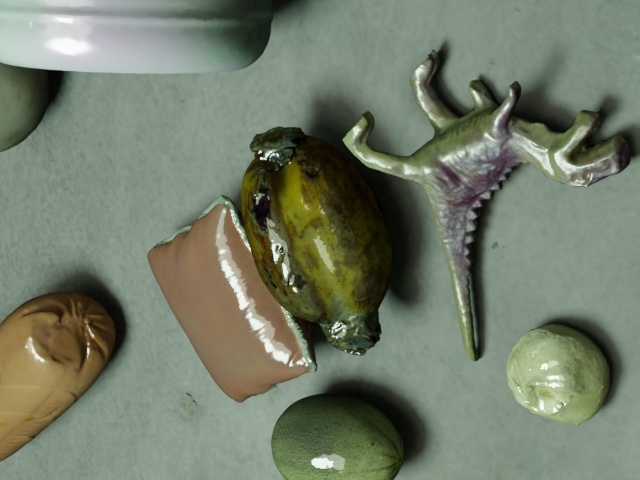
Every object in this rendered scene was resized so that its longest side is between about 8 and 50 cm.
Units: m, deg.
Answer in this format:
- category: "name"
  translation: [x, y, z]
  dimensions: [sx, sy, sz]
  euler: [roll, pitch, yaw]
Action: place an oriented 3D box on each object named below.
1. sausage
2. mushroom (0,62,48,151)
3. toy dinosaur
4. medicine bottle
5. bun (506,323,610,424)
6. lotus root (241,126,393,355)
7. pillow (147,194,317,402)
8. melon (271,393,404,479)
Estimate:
- category: "sausage"
  translation: [-0.335, 0.156, 1.423]
  dimensions: [0.304, 0.121, 0.121]
  euler: [-40, 81, 42]
- category: "mushroom"
  translation: [-0.341, -0.151, 1.311]
  dimensions: [0.117, 0.141, 0.188]
  euler: [45, 154, -27]
- category: "toy dinosaur"
  translation: [0.114, -0.037, 1.022]
  dimensions: [0.200, 0.072, 0.251]
  euler: [41, 119, 6]
- category: "medicine bottle"
  translation: [-0.155, -0.291, 1.017]
  dimensions: [0.241, 0.241, 0.302]
  euler: [10, 104, 36]
- category: "bun"
  translation: [0.186, 0.110, 1.030]
  dimensions: [0.086, 0.055, 0.086]
  euler: [16, 118, 34]
- category: "lotus root"
  translation: [0.000, 0.000, 1.096]
  dimensions: [0.120, 0.120, 0.210]
  euler: [-20, 93, 42]
- category: "pillow"
  translation: [-0.078, 0.058, 1.202]
  dimensions: [0.171, 0.075, 0.179]
  euler: [-30, 90, 54]
- category: "melon"
  translation: [0.015, 0.190, 1.172]
  dimensions: [0.130, 0.098, 0.098]
  euler: [9, 113, 37]
